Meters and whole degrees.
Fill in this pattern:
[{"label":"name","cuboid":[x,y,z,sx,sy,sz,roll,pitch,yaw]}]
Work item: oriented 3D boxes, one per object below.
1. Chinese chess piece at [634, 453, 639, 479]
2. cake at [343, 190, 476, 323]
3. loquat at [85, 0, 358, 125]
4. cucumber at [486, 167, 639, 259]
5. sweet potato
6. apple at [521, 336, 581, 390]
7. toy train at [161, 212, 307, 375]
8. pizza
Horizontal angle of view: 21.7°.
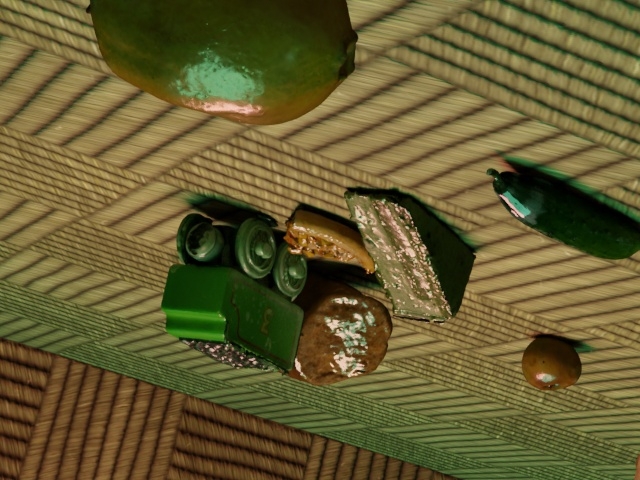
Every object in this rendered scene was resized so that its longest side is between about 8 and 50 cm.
[{"label":"Chinese chess piece","cuboid":[0.595,0.371,2.580,0.257,0.257,0.104,26,173,-40]},{"label":"cake","cuboid":[0.111,-0.008,2.059,0.100,0.099,0.235,6,143,31]},{"label":"loquat","cuboid":[-0.080,-0.179,1.305,0.234,0.176,0.187,20,168,21]},{"label":"cucumber","cuboid":[0.263,-0.025,1.805,0.250,0.056,0.056,23,163,-32]},{"label":"sweet potato","cuboid":[-0.066,0.109,2.443,0.369,0.158,0.158,16,170,39]},{"label":"apple","cuboid":[0.344,0.185,2.477,0.089,0.074,0.089,11,165,3]},{"label":"toy train","cuboid":[-0.111,0.070,2.246,0.132,0.188,0.243,3,162,30]},{"label":"pizza","cuboid":[0.000,0.000,2.172,0.131,0.041,0.178,7,164,31]}]
